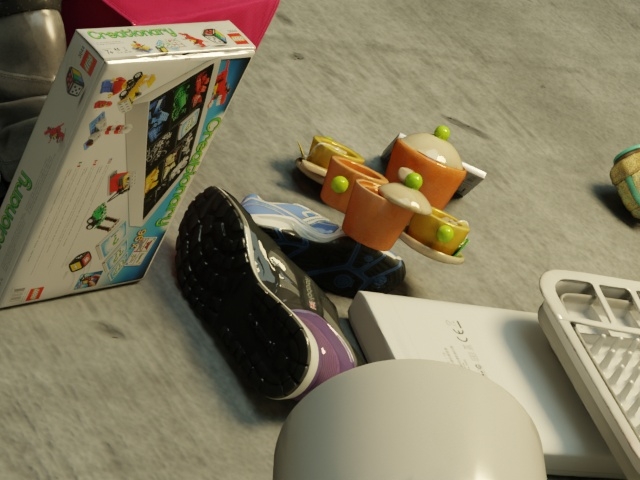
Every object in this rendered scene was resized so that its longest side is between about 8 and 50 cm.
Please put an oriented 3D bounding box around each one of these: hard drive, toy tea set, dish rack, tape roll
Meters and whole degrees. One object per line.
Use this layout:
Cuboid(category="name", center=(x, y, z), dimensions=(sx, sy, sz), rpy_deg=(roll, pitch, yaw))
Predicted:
Cuboid(category="hard drive", center=(0.222, 0.163, 1.890), dimensions=(0.353, 0.047, 0.233), rpy_deg=(8, 37, -30))
Cuboid(category="toy tea set", center=(0.095, -0.074, 1.984), dimensions=(0.200, 0.124, 0.336), rpy_deg=(22, 12, -16))
Cuboid(category="dish rack", center=(0.389, 0.176, 1.887), dimensions=(0.285, 0.072, 0.333), rpy_deg=(10, 35, -30))
Cuboid(category="tape roll", center=(0.077, 0.246, 1.462), dimensions=(0.246, 0.246, 0.169), rpy_deg=(20, 31, -13))

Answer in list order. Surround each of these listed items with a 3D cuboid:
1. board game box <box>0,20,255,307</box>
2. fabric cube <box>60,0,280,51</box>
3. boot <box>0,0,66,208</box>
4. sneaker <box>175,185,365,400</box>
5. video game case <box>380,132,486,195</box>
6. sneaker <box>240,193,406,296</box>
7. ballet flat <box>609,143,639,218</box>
Cuboid(category="board game box", center=(-0.200, -0.072, 1.650), dimensions=(0.193, 0.305, 0.053), rpy_deg=(-11, 49, -47))
Cuboid(category="fabric cube", center=(-0.250, -0.228, 1.887), dimensions=(0.254, 0.259, 0.258), rpy_deg=(41, 33, 19))
Cuboid(category="boot", center=(-0.396, -0.129, 1.731), dimensions=(0.118, 0.338, 0.223), rpy_deg=(-7, 88, -65))
Cuboid(category="sneaker", center=(-0.053, 0.065, 1.793), dimensions=(0.124, 0.107, 0.283), rpy_deg=(17, 33, -46))
Cuboid(category="video game case", center=(0.143, -0.096, 2.184), dimensions=(0.122, 0.087, 0.011), rpy_deg=(24, 73, -6))
Cuboid(category="sneaker", center=(0.000, 0.000, 1.922), dimensions=(0.211, 0.080, 0.081), rpy_deg=(20, 35, -16))
Cuboid(category="ballet flat", center=(0.550, -0.074, 2.451), dimensions=(0.348, 0.123, 0.123), rpy_deg=(-2, 42, -41))
